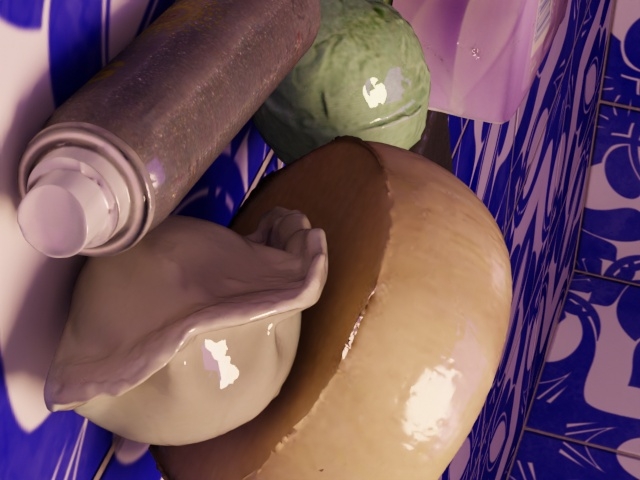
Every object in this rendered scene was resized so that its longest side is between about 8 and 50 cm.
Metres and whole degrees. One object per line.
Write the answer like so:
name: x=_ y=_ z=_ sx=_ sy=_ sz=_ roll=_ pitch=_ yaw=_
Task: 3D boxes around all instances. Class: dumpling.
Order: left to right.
dumpling: x=-0.058 y=0.034 z=0.907 sx=0.124 sy=0.151 sz=0.229 roll=56 pitch=13 yaw=-7

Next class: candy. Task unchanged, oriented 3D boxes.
candy: x=0.000 y=0.000 z=1.247 sx=0.440 sy=0.119 sz=0.119 roll=98 pitch=12 yaw=-50

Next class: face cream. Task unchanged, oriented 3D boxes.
face cream: x=-0.075 y=-0.071 z=0.880 sx=0.283 sy=0.073 sz=0.073 roll=-57 pitch=156 yaw=-57

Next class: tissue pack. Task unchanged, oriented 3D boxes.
tissue pack: x=0.115 y=-0.295 z=1.282 sx=0.242 sy=0.160 sz=0.338 roll=-61 pitch=158 yaw=-56

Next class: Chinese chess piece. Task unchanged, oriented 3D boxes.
Chinese chess piece: x=0.002 y=0.061 z=1.014 sx=0.250 sy=0.103 sz=0.250 roll=-44 pitch=-151 yaw=33

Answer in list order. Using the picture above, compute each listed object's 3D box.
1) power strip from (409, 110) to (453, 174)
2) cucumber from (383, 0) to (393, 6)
power strip: x=0.075 y=-0.042 z=1.565 sx=0.256 sy=0.070 sz=0.105 roll=72 pitch=35 yaw=-63
cucumber: x=0.018 y=-0.206 z=1.178 sx=0.220 sy=0.070 sz=0.046 roll=93 pitch=-13 yaw=-45
